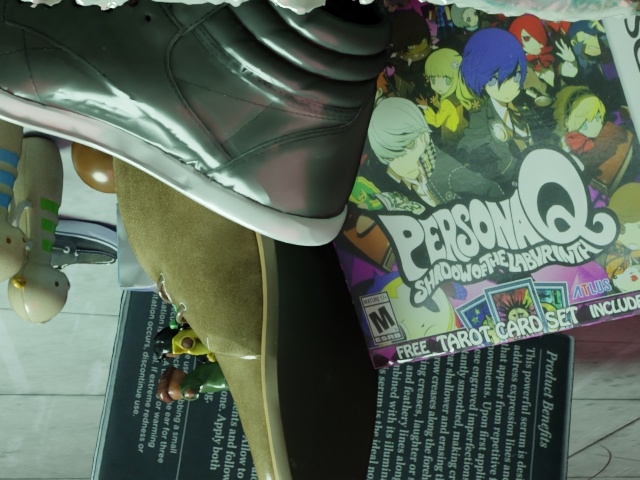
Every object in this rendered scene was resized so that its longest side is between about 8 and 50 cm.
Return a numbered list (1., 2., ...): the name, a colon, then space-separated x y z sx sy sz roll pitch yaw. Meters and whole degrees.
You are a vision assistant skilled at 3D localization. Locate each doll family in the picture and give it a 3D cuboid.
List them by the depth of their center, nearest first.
1. doll family: -0.065 0.072 1.219 0.111 0.076 0.193 -9 179 15

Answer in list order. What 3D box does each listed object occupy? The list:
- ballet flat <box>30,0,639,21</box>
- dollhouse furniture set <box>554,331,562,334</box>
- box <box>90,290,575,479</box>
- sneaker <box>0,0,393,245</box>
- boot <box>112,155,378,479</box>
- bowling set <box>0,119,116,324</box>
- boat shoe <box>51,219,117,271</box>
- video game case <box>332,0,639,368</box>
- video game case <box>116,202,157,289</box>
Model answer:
1. ballet flat: 0.021 -0.168 0.708 0.409 0.147 0.147 2 161 -3
2. dollhouse furniture set: 0.246 0.081 1.545 0.152 0.058 0.076 -15 159 33
3. box: -0.002 0.190 1.510 0.396 0.212 0.293 10 160 -6
4. sneaker: -0.096 -0.122 0.852 0.296 0.104 0.147 24 115 -4
5. boot: -0.044 0.030 0.990 0.115 0.305 0.112 -11 179 28
6. bowling set: -0.210 -0.009 1.059 0.200 0.154 0.287 -6 162 11
7. boat shoe: -0.217 0.006 1.284 0.142 0.040 0.049 11 157 -34
8. video game case: 0.100 -0.052 0.903 0.232 0.210 0.042 -14 -174 33
9. video game case: 0.000 0.000 1.159 0.244 0.061 0.269 -4 178 2
